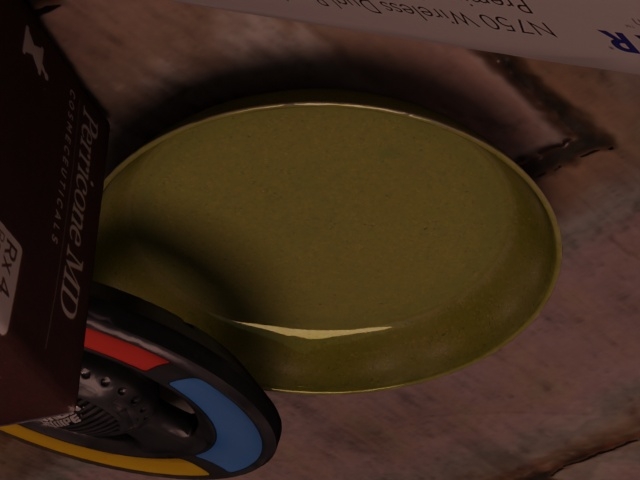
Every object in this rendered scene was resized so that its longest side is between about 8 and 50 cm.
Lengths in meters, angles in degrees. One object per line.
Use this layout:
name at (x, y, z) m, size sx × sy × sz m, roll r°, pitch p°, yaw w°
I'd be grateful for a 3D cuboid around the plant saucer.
plant saucer at (0.000, 0.000, 0.757) m, size 0.241 × 0.037 × 0.241 m, roll 1°, pitch 143°, yaw 1°

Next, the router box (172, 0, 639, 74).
router box at (-0.029, -0.160, 0.360) m, size 0.335 × 0.082 × 0.301 m, roll 18°, pitch 166°, yaw 47°

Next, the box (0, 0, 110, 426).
box at (-0.209, -0.034, 0.609) m, size 0.167 × 0.168 × 0.203 m, roll -13°, pitch 140°, yaw 15°

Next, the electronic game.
electronic game at (-0.132, 0.077, 0.808) m, size 0.229 × 0.048 × 0.229 m, roll 13°, pitch 154°, yaw 7°
